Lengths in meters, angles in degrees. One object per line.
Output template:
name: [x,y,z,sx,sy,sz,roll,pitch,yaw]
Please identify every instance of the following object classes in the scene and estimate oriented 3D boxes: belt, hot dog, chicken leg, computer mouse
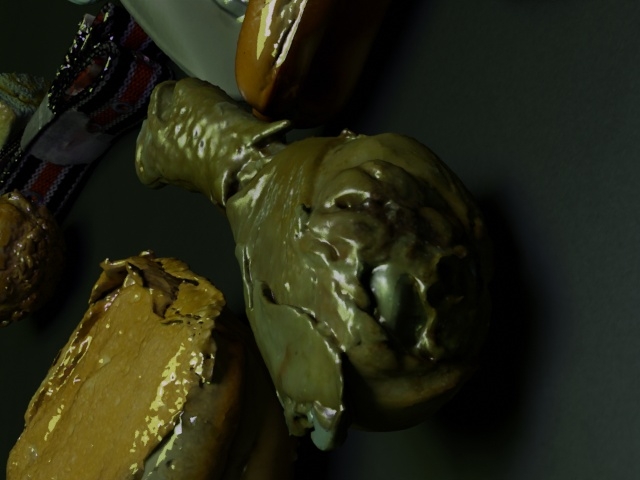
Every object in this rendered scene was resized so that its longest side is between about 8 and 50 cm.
belt: [-0.294,-0.126,1.523,0.359,0.094,0.126,-46,41,35]
hot dog: [0.011,-0.242,1.080,0.100,0.135,0.337,28,99,34]
chicken leg: [-0.025,-0.015,0.950,0.201,0.153,0.429,-57,43,7]
computer mouse: [-0.115,-0.269,1.266,0.331,0.095,0.197,47,119,39]

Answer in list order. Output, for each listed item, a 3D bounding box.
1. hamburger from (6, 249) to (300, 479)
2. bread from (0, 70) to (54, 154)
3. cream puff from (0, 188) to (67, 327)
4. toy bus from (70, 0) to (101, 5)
hamburger: [-0.131,0.163,1.046,0.319,0.158,0.318,-35,45,44]
bread: [-0.375,-0.148,1.666,0.110,0.156,0.103,41,115,23]
cream puff: [-0.354,0.026,1.509,0.165,0.115,0.150,-15,54,64]
toy bus: [-0.247,-0.387,1.520,0.133,0.165,0.271,-50,10,-37]
